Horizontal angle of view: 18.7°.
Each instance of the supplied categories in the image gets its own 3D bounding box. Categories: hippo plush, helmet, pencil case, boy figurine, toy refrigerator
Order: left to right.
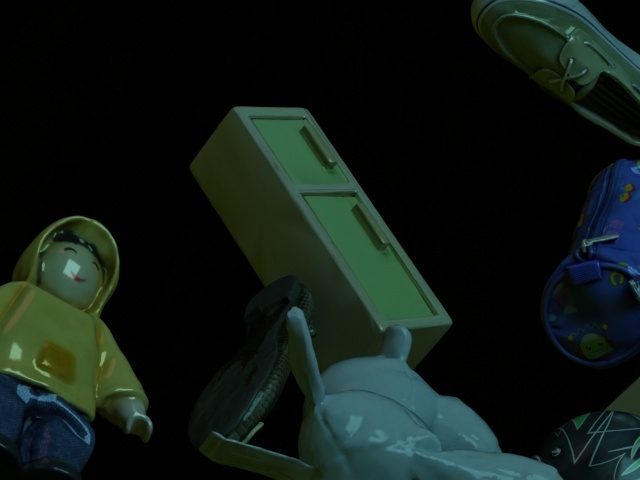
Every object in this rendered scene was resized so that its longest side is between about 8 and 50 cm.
[{"bbox_3d":[-0.201,0.095,1.465,0.177,0.092,0.285,28,37,-13],"label":"boy figurine"},{"bbox_3d":[0.000,0.000,1.784,0.102,0.094,0.269,-2,50,-47],"label":"toy refrigerator"},{"bbox_3d":[0.033,0.199,1.518,0.294,0.234,0.236,33,7,-8],"label":"hippo plush"},{"bbox_3d":[0.248,0.226,1.683,0.169,0.161,0.169,20,40,-18],"label":"helmet"},{"bbox_3d":[0.315,0.014,2.058,0.306,0.119,0.133,-54,133,-59],"label":"pencil case"}]

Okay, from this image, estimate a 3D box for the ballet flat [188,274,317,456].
[{"bbox_3d":[-0.048,0.111,1.625,0.058,0.084,0.250,57,24,-18],"label":"ballet flat"}]

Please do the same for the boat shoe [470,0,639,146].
[{"bbox_3d":[0.313,-0.215,2.366,0.302,0.109,0.094,26,36,-25],"label":"boat shoe"}]

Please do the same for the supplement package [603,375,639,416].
[{"bbox_3d":[0.454,0.187,1.915,0.262,0.198,0.199,-1,50,-46],"label":"supplement package"}]
